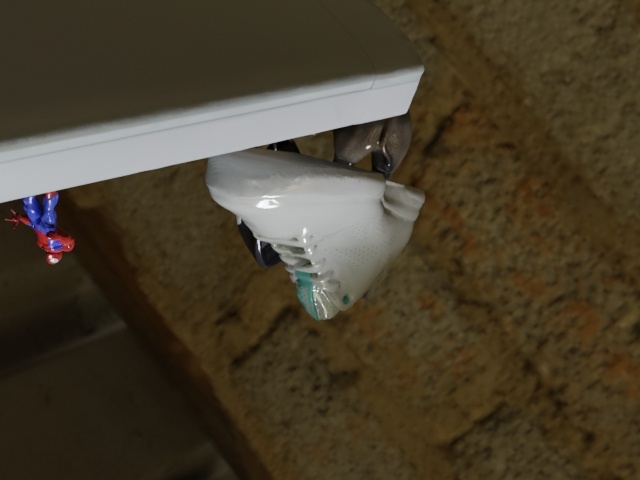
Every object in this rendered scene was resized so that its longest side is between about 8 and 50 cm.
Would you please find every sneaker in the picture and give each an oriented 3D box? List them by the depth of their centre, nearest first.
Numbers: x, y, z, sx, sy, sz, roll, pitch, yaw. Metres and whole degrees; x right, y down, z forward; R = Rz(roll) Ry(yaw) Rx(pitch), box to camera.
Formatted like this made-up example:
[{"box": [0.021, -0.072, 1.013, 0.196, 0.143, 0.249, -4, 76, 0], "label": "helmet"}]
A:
[{"box": [0.000, 0.000, 0.744, 0.080, 0.094, 0.212, 17, -177, 28], "label": "sneaker"}]

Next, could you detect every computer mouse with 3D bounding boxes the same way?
[{"box": [-0.046, -0.098, 1.560, 0.060, 0.262, 0.184, 30, -120, 26], "label": "computer mouse"}]

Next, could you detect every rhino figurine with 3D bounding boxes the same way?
[{"box": [0.024, -0.136, 1.156, 0.073, 0.106, 0.243, 6, -142, -21], "label": "rhino figurine"}]

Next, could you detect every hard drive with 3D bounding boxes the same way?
[{"box": [-0.133, -0.101, 0.535, 0.307, 0.040, 0.203, -15, -128, -35], "label": "hard drive"}]

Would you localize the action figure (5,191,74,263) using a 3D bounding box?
[{"box": [-0.196, -0.015, 0.894, 0.038, 0.115, 0.030, 24, -115, 13], "label": "action figure"}]
